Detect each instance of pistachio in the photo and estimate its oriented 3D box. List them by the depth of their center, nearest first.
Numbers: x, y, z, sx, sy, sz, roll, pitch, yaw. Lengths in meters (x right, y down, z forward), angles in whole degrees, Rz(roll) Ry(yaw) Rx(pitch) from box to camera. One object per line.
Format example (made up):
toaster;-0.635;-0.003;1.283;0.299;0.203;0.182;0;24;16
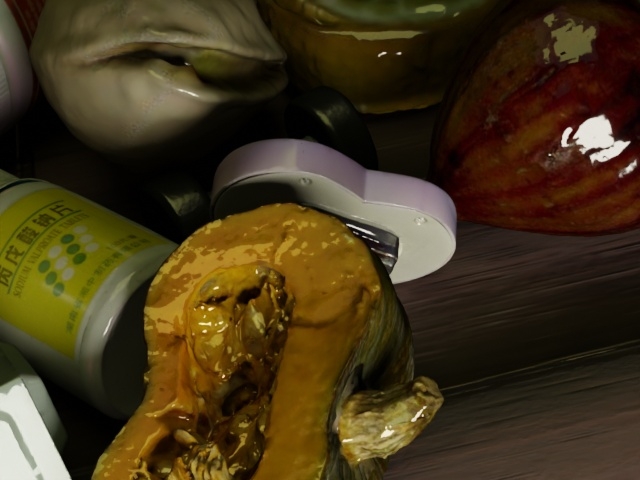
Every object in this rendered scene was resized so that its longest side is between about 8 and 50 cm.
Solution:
pistachio;-0.138;-0.158;1.431;0.226;0.208;0.332;10;4;-2

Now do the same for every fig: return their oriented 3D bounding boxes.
fig;0.150;-0.069;1.354;0.321;0.217;0.217;-33;36;20

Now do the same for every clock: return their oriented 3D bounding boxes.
clock;0.000;0.000;1.297;0.198;0.172;0.064;19;56;-21

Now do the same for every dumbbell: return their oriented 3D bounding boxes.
dumbbell;-0.052;-0.048;1.403;0.191;0.100;0.100;-29;43;-20

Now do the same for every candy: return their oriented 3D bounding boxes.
candy;0.065;-0.228;1.571;0.260;0.118;0.260;-5;43;5

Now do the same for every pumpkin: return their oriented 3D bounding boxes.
pumpkin;-0.025;0.129;1.140;0.222;0.139;0.317;3;49;15

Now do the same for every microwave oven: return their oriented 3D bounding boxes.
microwave oven;-0.262;0.151;1.156;0.162;0.122;0.208;-26;18;-14

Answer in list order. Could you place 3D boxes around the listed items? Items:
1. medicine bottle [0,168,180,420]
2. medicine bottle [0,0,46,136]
medicine bottle;-0.211;0.033;1.316;0.258;0.143;0.143;24;52;36
medicine bottle;-0.342;-0.233;1.566;0.252;0.252;0.241;16;47;28
